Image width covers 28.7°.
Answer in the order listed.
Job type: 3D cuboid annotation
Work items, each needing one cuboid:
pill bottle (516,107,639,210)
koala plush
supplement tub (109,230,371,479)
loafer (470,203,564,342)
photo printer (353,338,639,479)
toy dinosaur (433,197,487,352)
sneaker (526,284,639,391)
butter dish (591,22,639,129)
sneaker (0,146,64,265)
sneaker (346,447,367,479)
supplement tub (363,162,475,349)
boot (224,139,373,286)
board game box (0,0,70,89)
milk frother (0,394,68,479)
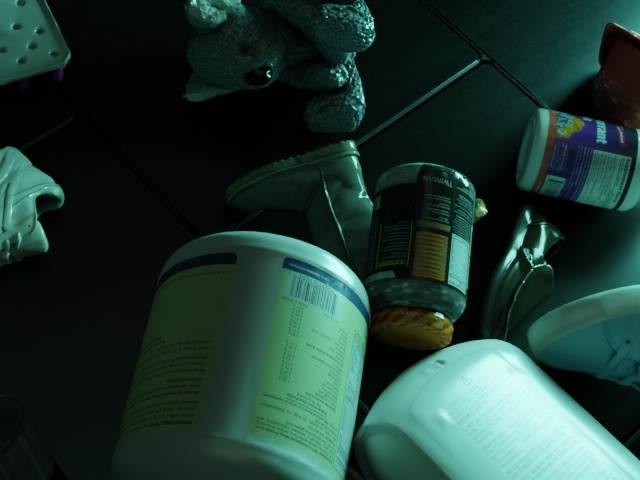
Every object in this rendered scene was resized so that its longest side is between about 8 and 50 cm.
[{"bbox_3d":[0.355,-0.098,1.591,0.193,0.108,0.108,12,57,-1],"label":"pill bottle"},{"bbox_3d":[-0.070,-0.248,1.587,0.221,0.196,0.203,-11,49,-15],"label":"koala plush"},{"bbox_3d":[-0.082,0.180,1.279,0.235,0.235,0.325,12,58,-1],"label":"supplement tub"},{"bbox_3d":[0.243,0.049,1.499,0.078,0.080,0.220,23,58,6],"label":"loafer"},{"bbox_3d":[0.199,0.247,1.319,0.307,0.107,0.256,44,41,17],"label":"photo printer"},{"bbox_3d":[0.134,0.045,1.487,0.064,0.112,0.211,13,94,-35],"label":"toy dinosaur"},{"bbox_3d":[0.424,0.144,1.437,0.366,0.135,0.150,1,55,-7],"label":"sneaker"},{"bbox_3d":[0.414,-0.187,1.650,0.160,0.160,0.118,34,83,14],"label":"butter dish"},{"bbox_3d":[-0.377,-0.004,1.439,0.115,0.090,0.232,28,59,5],"label":"sneaker"},{"bbox_3d":[0.084,0.283,1.351,0.175,0.067,0.064,31,32,-5],"label":"sneaker"},{"bbox_3d":[0.110,0.020,1.404,0.117,0.117,0.190,10,68,-2],"label":"supplement tub"},{"bbox_3d":[-0.001,0.000,1.505,0.190,0.076,0.208,-20,80,9],"label":"boot"},{"bbox_3d":[-0.573,-0.307,1.619,0.390,0.050,0.390,-20,63,-20],"label":"board game box"},{"bbox_3d":[-0.343,0.245,1.259,0.129,0.135,0.143,15,48,38],"label":"milk frother"}]
